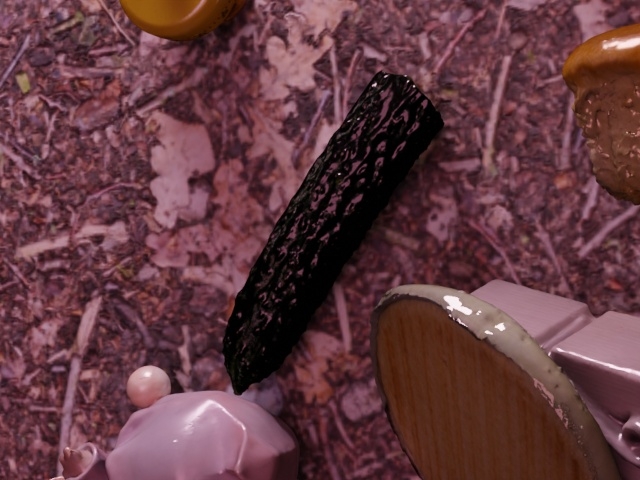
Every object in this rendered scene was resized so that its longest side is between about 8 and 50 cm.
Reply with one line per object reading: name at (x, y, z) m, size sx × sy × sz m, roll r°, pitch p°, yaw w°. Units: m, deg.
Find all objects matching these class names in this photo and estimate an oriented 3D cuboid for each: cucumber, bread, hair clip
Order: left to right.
cucumber at (-0.002, -0.001, 1.088) m, size 0.072 × 0.072 × 0.300 m, roll 37°, pitch 102°, yaw 20°
bread at (0.126, 0.143, 0.957) m, size 0.040 × 0.267 × 0.267 m, roll -29°, pitch 73°, yaw -23°
hair clip at (0.211, 0.107, 0.897) m, size 0.331 × 0.085 × 0.101 m, roll 18°, pitch 133°, yaw 51°
bread at (0.273, -0.086, 0.876) m, size 0.174 × 0.246 × 0.121 m, roll -12°, pitch 81°, yaw 43°

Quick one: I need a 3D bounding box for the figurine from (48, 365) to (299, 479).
figurine at (-0.140, 0.206, 1.107) m, size 0.276 × 0.133 × 0.200 m, roll -22°, pitch 83°, yaw 22°

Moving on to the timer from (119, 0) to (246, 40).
timer at (-0.123, -0.222, 1.128) m, size 0.107 × 0.109 × 0.107 m, roll -1°, pitch 88°, yaw 24°
